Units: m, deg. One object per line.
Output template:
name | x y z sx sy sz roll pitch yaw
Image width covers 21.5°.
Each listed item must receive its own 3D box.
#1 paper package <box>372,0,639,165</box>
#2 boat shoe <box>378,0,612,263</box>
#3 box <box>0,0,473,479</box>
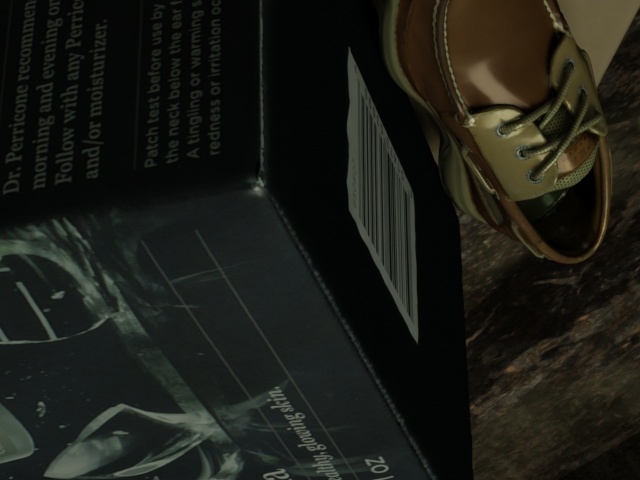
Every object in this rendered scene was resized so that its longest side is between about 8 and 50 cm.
paper package | 0.045 -0.192 1.210 0.324 0.168 0.309 1 147 -14
boat shoe | 0.135 -0.088 1.099 0.122 0.120 0.324 -42 149 -5
box | -0.181 0.017 1.081 0.471 0.297 0.480 -9 146 14
